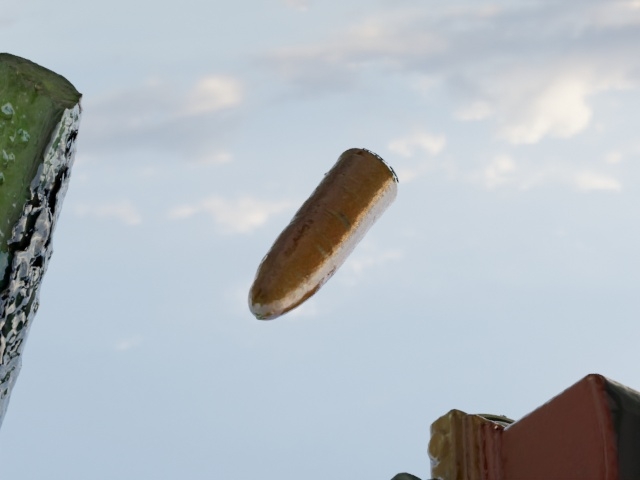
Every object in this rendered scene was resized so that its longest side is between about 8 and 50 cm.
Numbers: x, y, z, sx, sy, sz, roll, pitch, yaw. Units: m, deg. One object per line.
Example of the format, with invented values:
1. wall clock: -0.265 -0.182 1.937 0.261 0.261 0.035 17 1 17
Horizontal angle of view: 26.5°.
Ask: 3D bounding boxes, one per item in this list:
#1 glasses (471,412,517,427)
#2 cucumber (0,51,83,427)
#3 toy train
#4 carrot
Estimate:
1. glasses: 0.232 0.302 1.602 0.189 0.220 0.088 22 -138 6
2. cucumber: -0.178 0.007 0.761 0.078 0.211 0.062 30 -166 33
3. toy train: 0.225 0.229 1.033 0.369 0.231 0.163 24 -134 -23
4. carrot: 0.000 0.000 0.813 0.048 0.048 0.139 8 -139 29
